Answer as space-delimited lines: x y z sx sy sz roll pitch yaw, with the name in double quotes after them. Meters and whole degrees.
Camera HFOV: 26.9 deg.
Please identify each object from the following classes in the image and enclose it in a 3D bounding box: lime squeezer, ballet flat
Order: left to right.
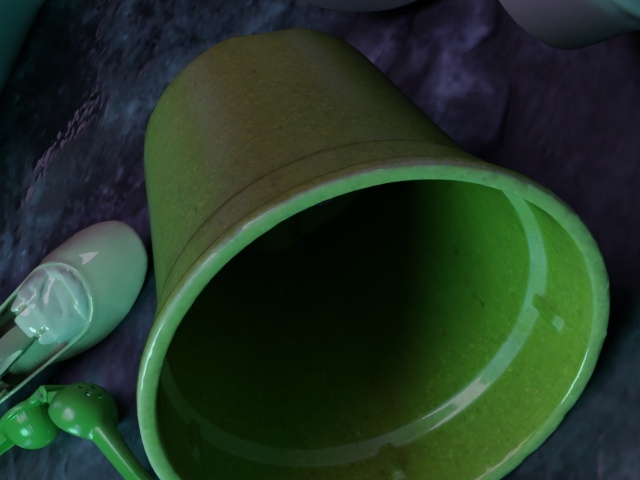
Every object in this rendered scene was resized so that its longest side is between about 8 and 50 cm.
-0.240 0.075 1.119 0.248 0.086 0.086 -41 50 28 "ballet flat"
-0.213 0.169 1.096 0.310 0.059 0.110 -4 101 40 "lime squeezer"

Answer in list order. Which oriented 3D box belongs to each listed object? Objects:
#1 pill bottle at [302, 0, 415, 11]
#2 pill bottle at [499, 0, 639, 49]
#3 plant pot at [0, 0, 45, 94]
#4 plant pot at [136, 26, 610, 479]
0.029 -0.321 0.982 0.162 0.162 0.279 -15 64 38 "pill bottle"
0.273 -0.244 0.688 0.392 0.224 0.224 -15 64 37 "pill bottle"
-0.403 -0.216 1.277 0.255 0.271 0.271 -49 46 -3 "plant pot"
0.000 0.000 0.838 0.276 0.276 0.254 -48 37 18 "plant pot"
